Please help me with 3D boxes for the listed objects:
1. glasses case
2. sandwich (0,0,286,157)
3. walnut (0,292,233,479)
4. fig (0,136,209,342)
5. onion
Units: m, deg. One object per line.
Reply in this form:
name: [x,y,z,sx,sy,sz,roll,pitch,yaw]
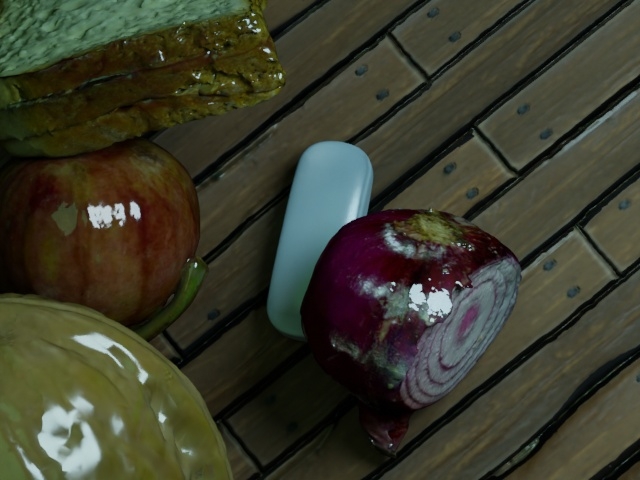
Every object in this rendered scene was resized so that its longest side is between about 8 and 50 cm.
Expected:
glasses case: [0.000,0.000,1.669,0.067,0.045,0.178,9,76,13]
sandwich: [-0.165,-0.193,1.658,0.271,0.099,0.301,-17,34,11]
walnut: [-0.222,0.197,1.512,0.333,0.333,0.333,-3,73,10]
fig: [-0.195,0.002,1.644,0.205,0.205,0.205,-3,73,10]
onion: [0.060,0.077,1.588,0.140,0.195,0.218,27,120,17]
